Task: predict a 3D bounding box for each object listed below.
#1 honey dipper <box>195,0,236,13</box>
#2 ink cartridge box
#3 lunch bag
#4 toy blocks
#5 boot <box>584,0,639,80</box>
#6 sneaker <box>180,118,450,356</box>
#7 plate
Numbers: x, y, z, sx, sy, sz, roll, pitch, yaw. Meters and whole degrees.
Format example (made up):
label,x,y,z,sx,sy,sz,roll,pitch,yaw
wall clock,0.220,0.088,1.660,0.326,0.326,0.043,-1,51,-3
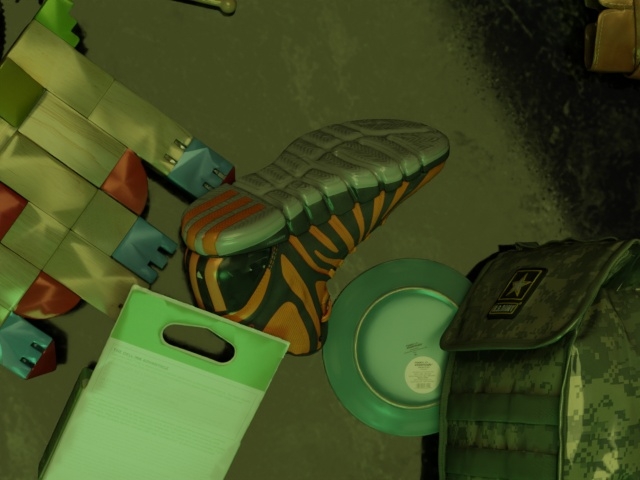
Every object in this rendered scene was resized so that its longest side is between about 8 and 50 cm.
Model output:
label,x,y,z,sx,sy,sz,roll,pitch,yaw
honey dipper,-0.166,-0.259,1.560,0.161,0.030,0.030,14,87,-9
ink cartridge box,-0.155,0.163,1.478,0.171,0.056,0.235,21,104,-17
lunch bag,0.230,0.135,1.468,0.169,0.235,0.287,7,83,-26
toy blocks,-0.262,-0.021,1.482,0.261,0.191,0.381,36,84,-15
boot,0.385,-0.300,1.588,0.220,0.109,0.283,2,95,-2
sneaker,0.000,0.000,1.528,0.321,0.125,0.180,-25,126,-28
plate,0.096,0.112,1.572,0.188,0.024,0.188,0,87,-6
